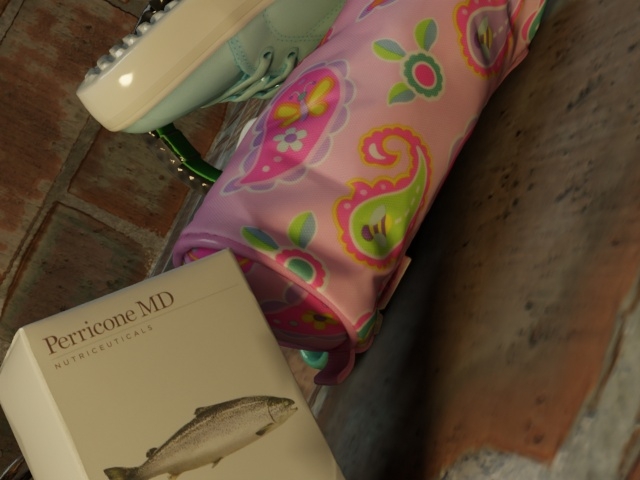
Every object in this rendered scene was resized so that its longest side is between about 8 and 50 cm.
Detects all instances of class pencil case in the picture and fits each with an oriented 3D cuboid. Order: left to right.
[{"bbox_3d":[0.030,-0.063,0.522,0.284,0.124,0.124,-60,10,-25],"label":"pencil case"}]

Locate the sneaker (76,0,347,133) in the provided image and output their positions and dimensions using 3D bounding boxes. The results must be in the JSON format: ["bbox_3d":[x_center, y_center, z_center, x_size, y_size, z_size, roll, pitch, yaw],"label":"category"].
[{"bbox_3d":[0.004,-0.145,0.641,0.366,0.150,0.135,-40,13,-34],"label":"sneaker"}]

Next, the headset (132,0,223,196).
[{"bbox_3d":[-0.016,-0.210,0.903,0.394,0.243,0.185,-40,2,25],"label":"headset"}]

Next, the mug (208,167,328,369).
[{"bbox_3d":[0.003,-0.008,0.624,0.129,0.157,0.097,-42,1,-35],"label":"mug"}]

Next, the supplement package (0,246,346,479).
[{"bbox_3d":[-0.061,0.113,0.412,0.105,0.179,0.105,-23,-10,-30],"label":"supplement package"}]

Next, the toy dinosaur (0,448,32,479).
[{"bbox_3d":[-0.161,0.175,0.682,0.295,0.200,0.127,-66,13,-15],"label":"toy dinosaur"}]

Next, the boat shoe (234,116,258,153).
[{"bbox_3d":[-0.096,-0.060,1.224,0.219,0.078,0.070,-64,-22,11],"label":"boat shoe"}]
